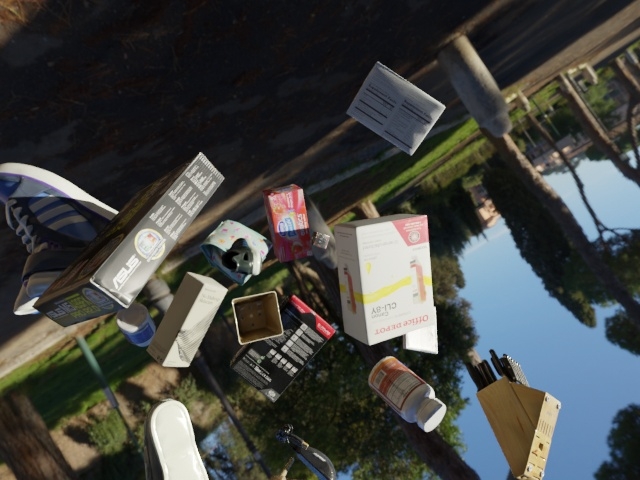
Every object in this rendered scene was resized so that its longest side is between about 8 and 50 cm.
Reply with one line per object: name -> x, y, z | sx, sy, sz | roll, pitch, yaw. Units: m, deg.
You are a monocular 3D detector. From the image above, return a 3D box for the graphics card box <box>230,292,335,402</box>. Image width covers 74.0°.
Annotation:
graphics card box -> -0.150, 0.420, 1.684 | 0.371, 0.233, 0.094 | -49, -170, -6

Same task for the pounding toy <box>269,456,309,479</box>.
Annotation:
pounding toy -> -0.049, 0.631, 1.040 | 0.094, 0.206, 0.181 | -6, -137, 19

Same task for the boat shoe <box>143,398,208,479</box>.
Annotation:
boat shoe -> -0.323, 0.509, 0.932 | 0.116, 0.319, 0.099 | -7, 174, -39

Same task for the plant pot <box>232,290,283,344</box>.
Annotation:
plant pot -> -0.166, 0.191, 1.066 | 0.109, 0.109, 0.096 | -9, 176, -21

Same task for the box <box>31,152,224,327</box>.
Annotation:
box -> -0.292, -0.002, 0.660 | 0.216, 0.060, 0.270 | -18, -145, 39

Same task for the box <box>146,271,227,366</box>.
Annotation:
box -> -0.409, 0.245, 1.309 | 0.113, 0.094, 0.275 | 27, 90, -56

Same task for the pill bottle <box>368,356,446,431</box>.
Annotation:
pill bottle -> 0.253, 0.449, 1.247 | 0.121, 0.216, 0.121 | -20, 125, -31

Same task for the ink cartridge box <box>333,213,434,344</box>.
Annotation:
ink cartridge box -> 0.217, 0.119, 1.422 | 0.279, 0.384, 0.160 | -11, -170, -24

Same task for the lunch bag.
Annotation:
lunch bag -> -0.389, 0.039, 1.929 | 0.160, 0.262, 0.223 | -54, -177, 41

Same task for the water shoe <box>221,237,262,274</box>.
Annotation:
water shoe -> -0.209, 0.033, 1.055 | 0.080, 0.072, 0.203 | 4, -173, -27

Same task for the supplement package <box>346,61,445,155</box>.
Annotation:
supplement package -> 0.203, -0.363, 1.167 | 0.145, 0.204, 0.262 | -56, -178, 20

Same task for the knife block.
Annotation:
knife block -> 0.456, 0.425, 1.079 | 0.242, 0.088, 0.275 | 0, -120, 54

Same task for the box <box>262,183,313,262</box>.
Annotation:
box -> -0.120, -0.063, 1.550 | 0.128, 0.256, 0.122 | -13, -161, -14

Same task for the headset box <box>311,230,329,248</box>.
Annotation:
headset box -> 0.000, 0.000, 1.924 | 0.083, 0.062, 0.032 | 18, -179, -33

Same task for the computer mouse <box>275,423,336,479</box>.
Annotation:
computer mouse -> -0.033, 0.692, 1.394 | 0.060, 0.262, 0.184 | -44, 160, -32

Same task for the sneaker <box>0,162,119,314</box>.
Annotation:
sneaker -> -0.517, 0.012, 0.779 | 0.130, 0.323, 0.236 | -52, -166, 49

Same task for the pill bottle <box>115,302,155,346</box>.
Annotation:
pill bottle -> -0.672, 0.318, 1.567 | 0.112, 0.112, 0.186 | -29, 152, -25

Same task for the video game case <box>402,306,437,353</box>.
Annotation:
video game case -> 0.394, 0.343, 1.684 | 0.173, 0.190, 0.022 | 17, 154, -29
